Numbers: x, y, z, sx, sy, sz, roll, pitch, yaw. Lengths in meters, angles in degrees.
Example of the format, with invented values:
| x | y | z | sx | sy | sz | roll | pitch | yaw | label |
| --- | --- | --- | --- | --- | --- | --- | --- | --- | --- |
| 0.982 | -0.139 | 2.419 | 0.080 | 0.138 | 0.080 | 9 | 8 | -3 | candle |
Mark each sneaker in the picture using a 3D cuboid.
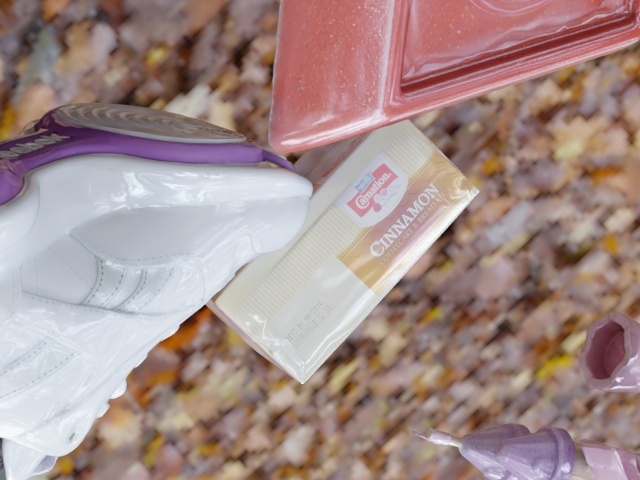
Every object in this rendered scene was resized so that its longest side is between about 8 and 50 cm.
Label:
| x | y | z | sx | sy | sz | roll | pitch | yaw | label |
| --- | --- | --- | --- | --- | --- | --- | --- | --- | --- |
| -0.120 | 0.022 | 0.770 | 0.305 | 0.114 | 0.152 | -16 | 117 | -51 | sneaker |

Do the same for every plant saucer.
| x | y | z | sx | sy | sz | roll | pitch | yaw | label |
| --- | --- | --- | --- | --- | --- | --- | --- | --- | --- |
| 0.094 | -0.177 | 0.796 | 0.259 | 0.048 | 0.258 | -20 | 127 | -40 | plant saucer |

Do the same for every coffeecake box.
| x | y | z | sx | sy | sz | roll | pitch | yaw | label |
| --- | --- | --- | --- | --- | --- | --- | --- | --- | --- |
| 0.000 | 0.000 | 0.982 | 0.142 | 0.068 | 0.185 | -47 | -172 | -5 | coffeecake box |

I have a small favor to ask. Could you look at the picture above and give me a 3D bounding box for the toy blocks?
| x | y | z | sx | sy | sz | roll | pitch | yaw | label |
| --- | --- | --- | --- | --- | --- | --- | --- | --- | --- |
| 0.242 | 0.200 | 1.263 | 0.289 | 0.260 | 0.308 | -3 | -108 | 63 | toy blocks |
